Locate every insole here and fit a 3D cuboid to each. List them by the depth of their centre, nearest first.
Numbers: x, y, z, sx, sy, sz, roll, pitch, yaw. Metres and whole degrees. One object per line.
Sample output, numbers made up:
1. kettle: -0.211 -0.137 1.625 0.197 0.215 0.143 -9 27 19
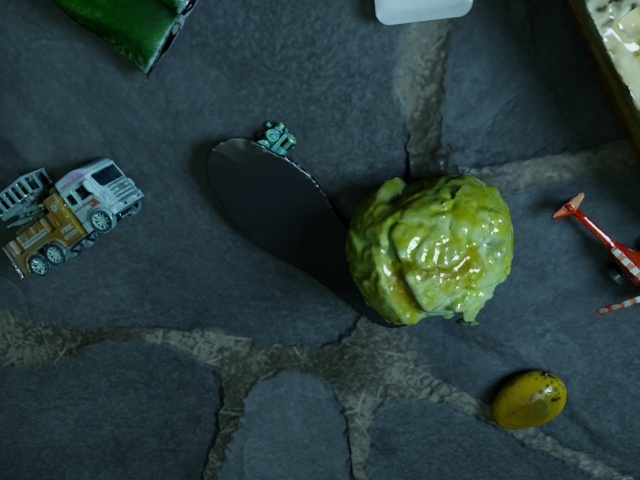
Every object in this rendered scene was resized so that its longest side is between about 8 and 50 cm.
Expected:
1. insole: 0.000 0.000 0.815 0.348 0.009 0.119 39 118 -19

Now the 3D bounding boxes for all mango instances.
1. mango: 0.280 0.218 0.891 0.079 0.057 0.114 32 125 -15

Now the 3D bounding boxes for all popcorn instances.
1. popcorn: 0.133 0.016 0.737 0.198 0.197 0.212 -26 147 19

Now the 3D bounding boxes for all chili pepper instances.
1. chili pepper: -0.255 -0.296 0.661 0.271 0.099 0.136 32 142 -17

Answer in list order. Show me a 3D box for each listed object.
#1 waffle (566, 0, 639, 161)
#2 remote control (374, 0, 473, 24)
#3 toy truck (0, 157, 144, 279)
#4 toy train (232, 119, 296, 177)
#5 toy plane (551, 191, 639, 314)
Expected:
1. waffle: 0.393 -0.186 0.593 0.261 0.114 0.376 -28 121 23
2. remote control: 0.091 -0.338 0.627 0.103 0.034 0.250 -5 118 10
3. toy truck: -0.317 -0.040 0.814 0.178 0.080 0.115 -29 101 22
4. toy train: -0.066 -0.099 0.778 0.045 0.029 0.092 37 115 -21
5. toy plane: 0.348 0.024 0.770 0.194 0.077 0.126 24 115 3
